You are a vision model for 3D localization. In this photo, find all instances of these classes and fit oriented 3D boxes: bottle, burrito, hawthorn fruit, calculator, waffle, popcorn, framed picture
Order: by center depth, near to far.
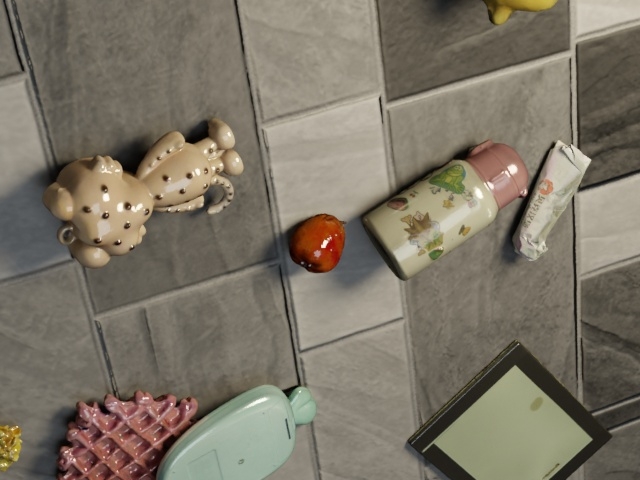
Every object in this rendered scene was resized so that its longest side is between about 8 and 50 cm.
[{"bbox_3d":[-0.474,0.298,1.890,0.083,0.057,0.082,-29,126,-9],"label":"popcorn"},{"bbox_3d":[0.000,0.000,1.924,0.081,0.081,0.093,44,66,-35],"label":"hawthorn fruit"},{"bbox_3d":[0.195,-0.054,1.949,0.253,0.120,0.120,-34,126,-4],"label":"bottle"},{"bbox_3d":[-0.288,0.323,1.986,0.234,0.055,0.221,2,119,-27],"label":"waffle"},{"bbox_3d":[-0.126,0.322,2.029,0.295,0.042,0.184,-29,133,-22],"label":"calculator"},{"bbox_3d":[0.363,-0.061,2.054,0.064,0.064,0.203,13,110,-29],"label":"burrito"},{"bbox_3d":[0.344,0.354,2.306,0.265,0.016,0.347,-45,125,4],"label":"framed picture"}]

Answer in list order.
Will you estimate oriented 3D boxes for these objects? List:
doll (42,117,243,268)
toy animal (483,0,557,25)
[{"bbox_3d":[-0.236,-0.067,1.764,0.278,0.119,0.154,-22,125,-23],"label":"doll"},{"bbox_3d":[0.287,-0.427,1.753,0.195,0.169,0.281,-10,132,-60],"label":"toy animal"}]
